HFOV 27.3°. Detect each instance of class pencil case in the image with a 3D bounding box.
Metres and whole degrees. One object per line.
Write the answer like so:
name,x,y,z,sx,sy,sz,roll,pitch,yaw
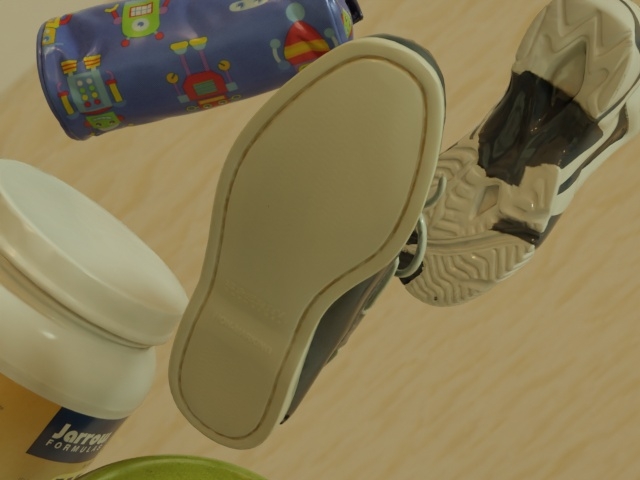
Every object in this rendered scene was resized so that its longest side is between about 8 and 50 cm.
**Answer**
pencil case,-0.115,-0.192,1.256,0.119,0.306,0.133,60,18,-59

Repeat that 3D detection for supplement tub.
supplement tub,-0.276,0.115,1.055,0.228,0.316,0.228,38,9,-7

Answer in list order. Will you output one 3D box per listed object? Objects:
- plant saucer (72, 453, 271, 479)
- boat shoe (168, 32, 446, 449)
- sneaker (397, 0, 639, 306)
plant saucer,-0.090,0.218,0.887,0.241,0.241,0.037,49,-43,47
boat shoe,0.000,0.000,0.644,0.095,0.255,0.079,30,38,12
sneaker,0.148,-0.060,0.870,0.094,0.235,0.153,36,26,22
